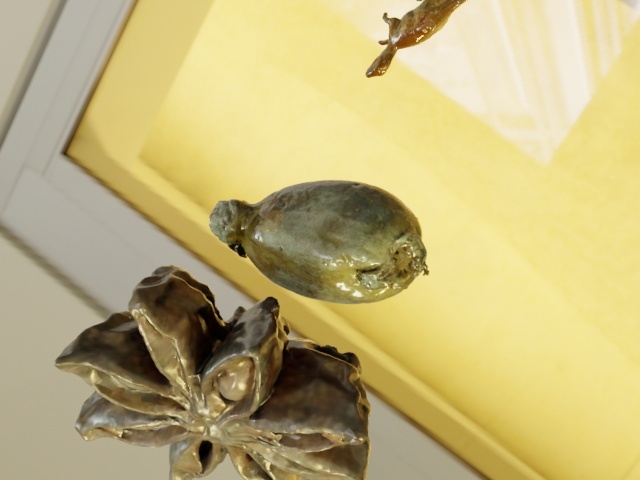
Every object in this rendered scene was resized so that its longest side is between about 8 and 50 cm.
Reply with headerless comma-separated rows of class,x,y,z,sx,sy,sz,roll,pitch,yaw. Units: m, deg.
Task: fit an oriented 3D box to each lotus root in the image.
lotus root,0.001,0.000,0.864,0.165,0.088,0.088,7,-168,26

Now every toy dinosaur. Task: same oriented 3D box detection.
toy dinosaur,0.117,-0.222,1.212,0.039,0.126,0.162,37,158,-34

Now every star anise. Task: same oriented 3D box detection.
star anise,-0.063,0.103,0.883,0.223,0.236,0.109,14,-124,10
